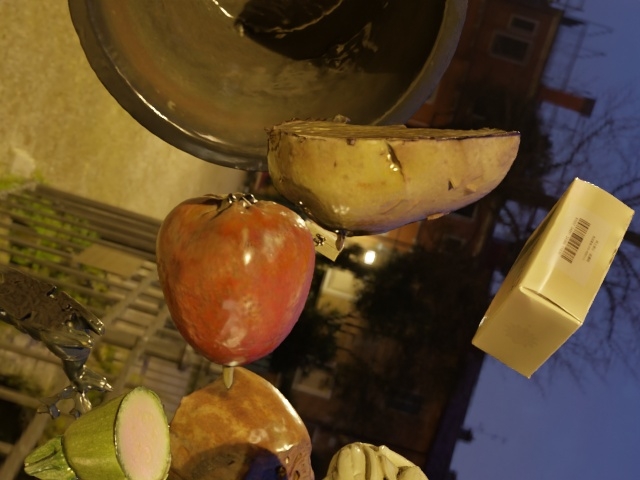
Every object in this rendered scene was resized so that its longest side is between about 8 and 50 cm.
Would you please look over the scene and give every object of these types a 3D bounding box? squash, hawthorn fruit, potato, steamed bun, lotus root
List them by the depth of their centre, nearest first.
[{"bbox_3d":[0.039,-0.034,0.612,0.101,0.172,0.089,-26,121,-61],"label":"potato"},{"bbox_3d":[-0.232,0.212,0.922,0.105,0.132,0.105,-14,90,-70],"label":"squash"},{"bbox_3d":[-0.103,0.065,1.092,0.199,0.200,0.251,-78,171,-73],"label":"hawthorn fruit"},{"bbox_3d":[0.103,0.420,1.408,0.144,0.218,0.211,-28,-154,35],"label":"steamed bun"},{"bbox_3d":[-0.162,0.465,1.885,0.316,0.250,0.316,-19,119,-38],"label":"lotus root"}]

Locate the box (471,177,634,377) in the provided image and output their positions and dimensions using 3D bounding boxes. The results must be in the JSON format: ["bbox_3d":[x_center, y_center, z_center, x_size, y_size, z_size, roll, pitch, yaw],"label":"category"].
[{"bbox_3d":[0.305,0.049,1.182,0.212,0.095,0.168,-53,174,-34],"label":"box"}]

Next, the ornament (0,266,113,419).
[{"bbox_3d":[-0.393,0.167,1.299,0.080,0.202,0.236,-51,157,-40],"label":"ornament"}]

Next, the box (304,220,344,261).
[{"bbox_3d":[0.000,0.000,1.539,0.035,0.079,0.083,-59,179,4],"label":"box"}]

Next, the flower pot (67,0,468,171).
[{"bbox_3d":[-0.055,-0.278,0.935,0.251,0.379,0.379,-95,-160,-63],"label":"flower pot"}]
